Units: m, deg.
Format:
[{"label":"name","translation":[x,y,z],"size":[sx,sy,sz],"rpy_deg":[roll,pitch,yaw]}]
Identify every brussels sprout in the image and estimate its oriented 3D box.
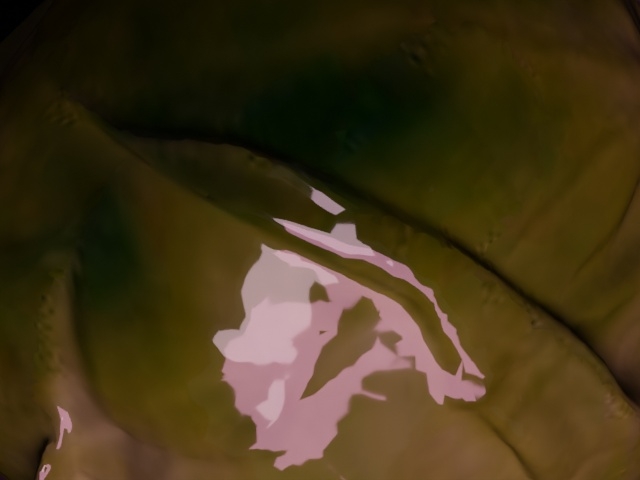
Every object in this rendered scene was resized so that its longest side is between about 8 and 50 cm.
[{"label":"brussels sprout","translation":[0.001,-0.003,0.762],"size":[0.425,0.342,0.361],"rpy_deg":[-28,152,-6]}]
